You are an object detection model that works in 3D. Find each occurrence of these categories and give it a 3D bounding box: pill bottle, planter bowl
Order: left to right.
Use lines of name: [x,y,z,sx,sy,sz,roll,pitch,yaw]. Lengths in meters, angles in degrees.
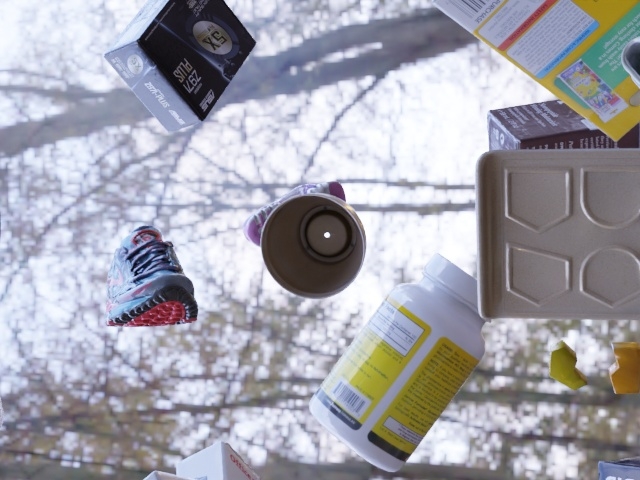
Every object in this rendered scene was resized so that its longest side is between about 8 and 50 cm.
planter bowl: [0.000,0.000,1.948,0.109,0.162,0.162,-38,-55,-72]
pill bottle: [0.147,0.193,2.067,0.334,0.188,0.188,-53,-31,1]

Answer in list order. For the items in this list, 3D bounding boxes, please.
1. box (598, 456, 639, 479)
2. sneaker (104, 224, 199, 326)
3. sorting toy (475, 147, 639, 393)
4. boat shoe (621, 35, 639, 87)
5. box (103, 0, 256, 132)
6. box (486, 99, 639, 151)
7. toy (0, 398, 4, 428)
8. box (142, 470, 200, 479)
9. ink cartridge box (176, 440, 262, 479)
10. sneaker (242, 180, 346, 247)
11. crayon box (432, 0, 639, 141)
box: [0.457,0.240,1.164,0.295,0.293,0.073,4,-95,-44]
sneaker: [-0.218,0.043,1.538,0.104,0.262,0.125,-3,-93,-21]
sorting toy: [0.299,0.036,1.488,0.041,0.229,0.307,-76,-17,-67]
boat shoe: [0.433,-0.159,1.434,0.094,0.302,0.109,29,-82,-23]
box: [-0.193,-0.267,1.773,0.147,0.077,0.180,51,-132,-26]
box: [0.390,-0.125,2.049,0.168,0.203,0.167,-115,17,-65]
toy: [-0.478,0.162,1.704,0.137,0.056,0.237,-112,15,-70]
box: [-0.223,0.423,1.741,0.119,0.181,0.182,57,-169,28]
ink cartridge box: [-0.168,0.541,2.348,0.197,0.114,0.273,54,-164,-35]
sneaker: [-0.064,-0.054,2.563,0.236,0.104,0.095,-26,-65,-30]
crayon box: [0.330,-0.295,1.618,0.323,0.203,0.083,34,-144,-18]
